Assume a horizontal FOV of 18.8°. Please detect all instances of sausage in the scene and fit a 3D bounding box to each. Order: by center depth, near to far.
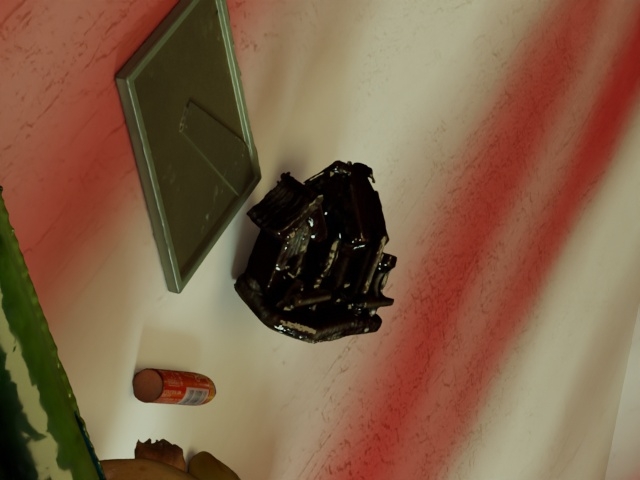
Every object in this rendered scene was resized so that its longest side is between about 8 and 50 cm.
[{"bbox_3d":[-0.133,0.139,1.825,0.129,0.034,0.034,14,87,-66],"label":"sausage"}]

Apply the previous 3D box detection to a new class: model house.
[{"bbox_3d":[0.005,0.005,1.942,0.164,0.141,0.203,-63,164,14],"label":"model house"}]

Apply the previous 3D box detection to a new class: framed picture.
[{"bbox_3d":[-0.117,-0.101,1.784,0.184,0.016,0.250,-57,148,-41],"label":"framed picture"}]

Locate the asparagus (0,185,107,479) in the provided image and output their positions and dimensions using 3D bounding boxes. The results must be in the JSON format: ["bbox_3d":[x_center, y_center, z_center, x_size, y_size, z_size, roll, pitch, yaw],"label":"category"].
[{"bbox_3d":[-0.243,0.114,1.425,0.128,0.108,0.382,-21,109,-12],"label":"asparagus"}]

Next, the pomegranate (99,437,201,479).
[{"bbox_3d":[-0.156,0.283,1.629,0.207,0.207,0.207,-38,134,-56],"label":"pomegranate"}]

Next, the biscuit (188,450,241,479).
[{"bbox_3d":[-0.050,0.308,1.877,0.047,0.208,0.164,-44,127,15],"label":"biscuit"}]
